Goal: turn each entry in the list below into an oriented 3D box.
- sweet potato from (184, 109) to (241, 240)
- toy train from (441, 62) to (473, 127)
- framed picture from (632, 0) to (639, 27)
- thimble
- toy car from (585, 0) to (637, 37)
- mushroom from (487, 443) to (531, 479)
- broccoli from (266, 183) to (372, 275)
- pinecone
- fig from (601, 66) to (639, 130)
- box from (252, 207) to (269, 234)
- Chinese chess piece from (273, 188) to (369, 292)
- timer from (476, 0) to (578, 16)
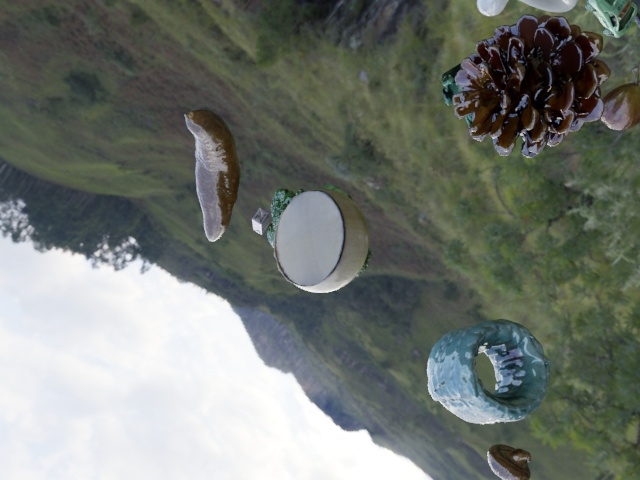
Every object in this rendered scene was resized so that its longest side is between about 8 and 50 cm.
[{"bbox_3d":[-0.216,-0.141,1.170,0.092,0.342,0.114,21,-130,13],"label":"sweet potato"},{"bbox_3d":[0.335,-0.325,1.274,0.172,0.070,0.100,34,-128,-31],"label":"toy train"},{"bbox_3d":[0.927,-0.686,1.514,0.265,0.347,0.016,53,162,-6],"label":"framed picture"},{"bbox_3d":[0.328,0.263,1.123,0.235,0.143,0.199,-11,-105,-25],"label":"thimble"},{"bbox_3d":[0.689,-0.545,1.322,0.186,0.093,0.058,24,-165,-39],"label":"toy car"},{"bbox_3d":[0.497,0.585,1.489,0.126,0.109,0.085,-25,-73,-71],"label":"mushroom"},{"bbox_3d":[0.001,-0.017,1.845,0.413,0.310,0.321,29,140,51],"label":"broccoli"},{"bbox_3d":[0.359,-0.264,1.005,0.264,0.264,0.264,39,-170,-8],"label":"pinecone"},{"bbox_3d":[0.630,-0.291,1.164,0.089,0.088,0.125,46,152,28],"label":"fig"},{"bbox_3d":[-0.192,-0.061,1.840,0.036,0.051,0.117,32,165,6],"label":"box"},{"bbox_3d":[0.000,0.000,1.404,0.104,0.257,0.257,11,-151,-47],"label":"Chinese chess piece"},{"bbox_3d":[0.535,-0.645,1.420,0.233,0.240,0.233,27,-167,-6],"label":"timer"}]
